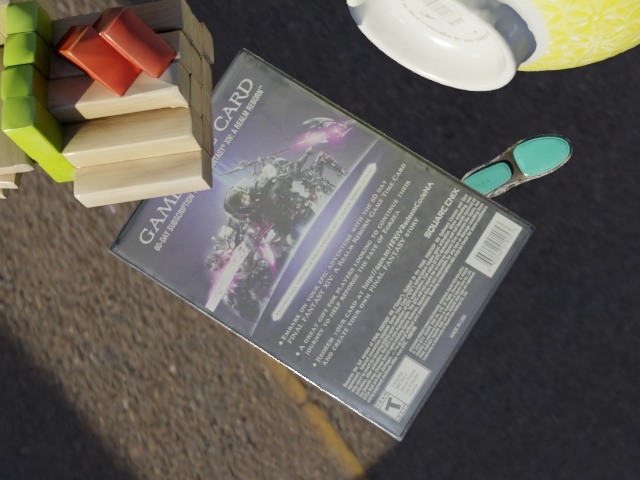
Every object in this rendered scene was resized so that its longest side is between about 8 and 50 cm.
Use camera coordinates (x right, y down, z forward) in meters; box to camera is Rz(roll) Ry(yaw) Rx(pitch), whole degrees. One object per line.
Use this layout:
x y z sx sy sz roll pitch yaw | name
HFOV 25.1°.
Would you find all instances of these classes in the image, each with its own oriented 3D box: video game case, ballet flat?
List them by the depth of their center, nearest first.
0.000 0.000 1.122 0.274 0.026 0.196 32 85 9 | video game case
0.189 -0.073 1.384 0.114 0.041 0.041 -24 122 15 | ballet flat

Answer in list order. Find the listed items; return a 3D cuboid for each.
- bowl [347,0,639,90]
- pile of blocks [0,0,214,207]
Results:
0.101 -0.190 0.899 0.289 0.289 0.156 39 71 -30 | bowl
-0.234 -0.118 0.881 0.112 0.362 0.149 55 54 -66 | pile of blocks
